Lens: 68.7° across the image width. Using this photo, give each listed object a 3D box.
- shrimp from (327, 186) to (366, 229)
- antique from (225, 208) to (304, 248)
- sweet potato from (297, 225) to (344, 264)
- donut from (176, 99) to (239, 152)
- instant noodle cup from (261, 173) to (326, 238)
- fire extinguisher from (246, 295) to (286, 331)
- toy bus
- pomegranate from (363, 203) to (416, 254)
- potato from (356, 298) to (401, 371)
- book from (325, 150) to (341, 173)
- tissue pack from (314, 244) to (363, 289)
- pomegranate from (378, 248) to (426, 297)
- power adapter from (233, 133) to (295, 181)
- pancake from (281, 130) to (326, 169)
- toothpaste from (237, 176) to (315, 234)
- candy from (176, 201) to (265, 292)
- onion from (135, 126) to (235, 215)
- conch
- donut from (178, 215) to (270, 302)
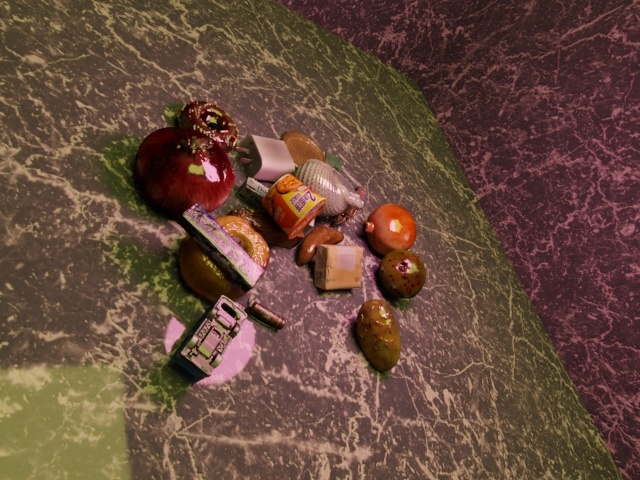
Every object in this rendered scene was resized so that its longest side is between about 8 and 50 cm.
[{"bbox_3d":[0.131,-0.156,2.234,0.116,0.145,0.343,56,44,-16],"label":"shrimp"},{"bbox_3d":[-0.216,-0.048,1.820,0.309,0.093,0.087,14,49,-37],"label":"antique"},{"bbox_3d":[-0.002,-0.003,2.007,0.341,0.092,0.114,-29,105,-52],"label":"sweet potato"},{"bbox_3d":[-0.459,-0.468,1.928,0.269,0.103,0.270,25,44,-27],"label":"donut"},{"bbox_3d":[-0.109,-0.137,1.775,0.174,0.213,0.213,43,36,8],"label":"instant noodle cup"},{"bbox_3d":[-0.195,0.256,1.622,0.158,0.043,0.064,35,82,-18],"label":"fire extinguisher"},{"bbox_3d":[-0.329,0.289,1.380,0.116,0.133,0.234,41,43,-11],"label":"toy bus"},{"bbox_3d":[0.325,-0.051,2.273,0.270,0.229,0.252,4,63,-33],"label":"pomegranate"},{"bbox_3d":[0.230,0.379,1.861,0.141,0.176,0.298,-9,89,-43],"label":"potato"},{"bbox_3d":[0.067,-0.405,2.481,0.103,0.017,0.135,30,41,-24],"label":"book"},{"bbox_3d":[0.079,0.109,1.942,0.222,0.090,0.186,4,91,-42],"label":"tissue pack"},{"bbox_3d":[0.400,0.167,2.181,0.286,0.231,0.231,28,40,-49],"label":"pomegranate"},{"bbox_3d":[-0.257,-0.354,2.019,0.255,0.124,0.187,-1,58,-45],"label":"power adapter"},{"bbox_3d":[-0.081,-0.435,2.342,0.288,0.033,0.286,17,47,-37],"label":"pancake"},{"bbox_3d":[-0.181,-0.138,1.944,0.336,0.081,0.067,30,43,-24],"label":"toothpaste"},{"bbox_3d":[-0.305,0.022,1.447,0.312,0.061,0.088,47,42,-7],"label":"candy"},{"bbox_3d":[-0.455,-0.261,1.608,0.347,0.285,0.348,17,53,-24],"label":"onion"},{"bbox_3d":[0.015,-0.208,2.057,0.319,0.215,0.303,43,24,-3],"label":"conch"},{"bbox_3d":[-0.318,0.059,1.580,0.299,0.150,0.317,26,43,-31],"label":"donut"}]
